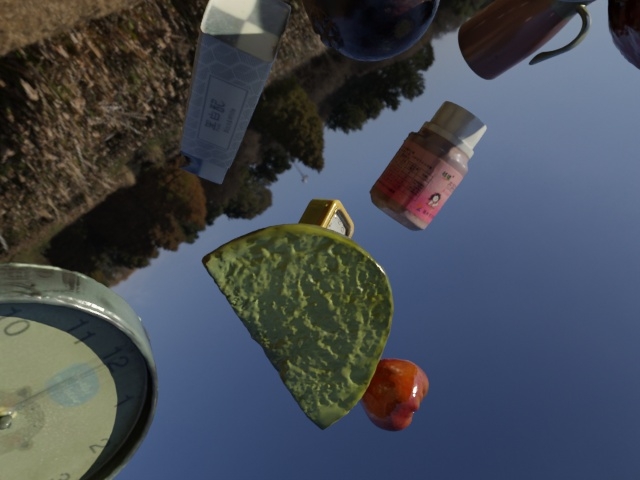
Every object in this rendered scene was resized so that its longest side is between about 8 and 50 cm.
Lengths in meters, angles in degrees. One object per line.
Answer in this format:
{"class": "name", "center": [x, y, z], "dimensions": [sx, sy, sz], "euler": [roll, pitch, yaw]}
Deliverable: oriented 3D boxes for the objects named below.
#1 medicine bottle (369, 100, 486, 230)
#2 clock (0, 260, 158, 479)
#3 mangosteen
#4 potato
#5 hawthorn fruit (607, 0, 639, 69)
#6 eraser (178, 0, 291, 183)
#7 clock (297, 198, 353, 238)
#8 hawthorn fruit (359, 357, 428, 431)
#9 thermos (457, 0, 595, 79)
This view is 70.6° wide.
{"class": "medicine bottle", "center": [0.218, -0.149, 0.915], "dimensions": [0.247, 0.147, 0.147], "euler": [-55, -166, 12]}
{"class": "clock", "center": [-0.290, 0.157, 0.417], "dimensions": [0.281, 0.280, 0.055], "euler": [-40, -142, -13]}
{"class": "mangosteen", "center": [0.128, -0.560, 0.955], "dimensions": [0.359, 0.306, 0.306], "euler": [-44, -163, -2]}
{"class": "potato", "center": [0.001, 0.081, 0.752], "dimensions": [0.213, 0.330, 0.280], "euler": [-29, -166, 5]}
{"class": "hawthorn fruit", "center": [0.661, -0.382, 0.646], "dimensions": [0.403, 0.402, 0.403], "euler": [-32, -163, 11]}
{"class": "eraser", "center": [-0.156, -0.213, 0.711], "dimensions": [0.404, 0.098, 0.096], "euler": [143, -36, -64]}
{"class": "clock", "center": [0.000, 0.000, 1.196], "dimensions": [0.096, 0.143, 0.202], "euler": [6, -122, 37]}
{"class": "hawthorn fruit", "center": [0.122, 0.259, 0.790], "dimensions": [0.125, 0.140, 0.125], "euler": [-31, -179, 0]}
{"class": "thermos", "center": [0.441, -0.452, 0.940], "dimensions": [0.146, 0.176, 0.265], "euler": [-15, 177, -35]}
